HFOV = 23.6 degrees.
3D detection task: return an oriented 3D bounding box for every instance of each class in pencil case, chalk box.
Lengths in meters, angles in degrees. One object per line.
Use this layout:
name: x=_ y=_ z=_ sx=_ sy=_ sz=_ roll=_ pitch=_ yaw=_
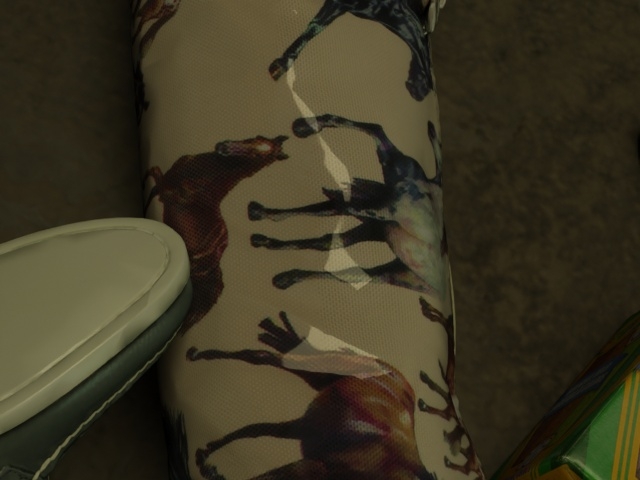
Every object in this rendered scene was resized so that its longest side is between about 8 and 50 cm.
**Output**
pencil case: x=0.000 y=0.000 z=0.798 sx=0.184 sy=0.160 sz=0.410 roll=-7 pitch=69 yaw=2
chalk box: x=0.211 y=0.102 z=0.833 sx=0.132 sy=0.132 sz=0.213 roll=43 pitch=63 yaw=4

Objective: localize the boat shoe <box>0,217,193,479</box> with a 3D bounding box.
boat shoe: x=-0.186 y=0.107 z=0.709 sx=0.319 sy=0.099 sz=0.116 roll=-37 pitch=41 yaw=-11
